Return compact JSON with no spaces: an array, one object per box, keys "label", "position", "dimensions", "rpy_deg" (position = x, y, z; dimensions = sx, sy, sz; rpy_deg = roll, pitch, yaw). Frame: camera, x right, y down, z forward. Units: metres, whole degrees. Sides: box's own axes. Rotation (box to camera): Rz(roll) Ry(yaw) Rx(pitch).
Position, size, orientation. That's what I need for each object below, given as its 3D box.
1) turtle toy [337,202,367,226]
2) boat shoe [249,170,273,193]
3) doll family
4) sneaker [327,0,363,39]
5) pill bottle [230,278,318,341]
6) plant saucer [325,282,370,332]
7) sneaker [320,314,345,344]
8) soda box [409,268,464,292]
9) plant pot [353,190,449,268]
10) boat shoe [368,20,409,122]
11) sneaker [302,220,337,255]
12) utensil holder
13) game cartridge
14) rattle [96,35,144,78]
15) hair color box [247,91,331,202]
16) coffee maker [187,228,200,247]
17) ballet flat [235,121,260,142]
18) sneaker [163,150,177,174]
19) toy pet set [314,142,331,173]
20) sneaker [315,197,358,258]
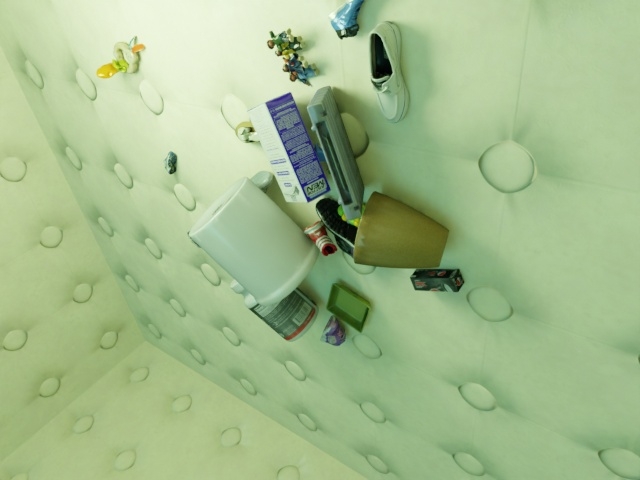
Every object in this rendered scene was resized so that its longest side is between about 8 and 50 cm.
[{"label":"turtle toy","position":[0.115,-0.092,1.658],"dimensions":[0.130,0.095,0.066],"rpy_deg":[27,160,25]},{"label":"boat shoe","position":[-0.244,-0.212,1.910],"dimensions":[0.075,0.083,0.226],"rpy_deg":[35,152,-32]},{"label":"doll family","position":[-0.086,-0.544,1.452],"dimensions":[0.111,0.076,0.193],"rpy_deg":[-7,121,41]},{"label":"sneaker","position":[0.086,-0.581,1.262],"dimensions":[0.152,0.058,0.085],"rpy_deg":[-12,108,53]},{"label":"pill bottle","position":[-0.201,0.254,2.110],"dimensions":[0.363,0.210,0.210],"rpy_deg":[43,144,-13]},{"label":"plant saucer","position":[0.122,0.269,1.998],"dimensions":[0.188,0.045,0.188],"rpy_deg":[33,140,19]},{"label":"sneaker","position":[0.067,0.405,2.126],"dimensions":[0.104,0.095,0.236],"rpy_deg":[28,155,10]},{"label":"soda box","position":[0.387,0.133,1.617],"dimensions":[0.168,0.053,0.060],"rpy_deg":[-3,121,46]},{"label":"plant pot","position":[0.258,-0.008,1.500],"dimensions":[0.254,0.237,0.237],"rpy_deg":[16,134,16]},{"label":"boat shoe","position":[0.174,-0.432,1.288],"dimensions":[0.096,0.088,0.268],"rpy_deg":[18,134,32]},{"label":"sneaker","position":[0.000,0.000,1.757],"dimensions":[0.128,0.087,0.221],"rpy_deg":[60,-174,0]},{"label":"utensil holder","position":[-0.249,0.002,1.820],"dimensions":[0.385,0.328,0.327],"rpy_deg":[44,144,-18]},{"label":"game cartridge","position":[0.052,-0.264,1.451],"dimensions":[0.068,0.230,0.355],"rpy_deg":[-16,115,12]},{"label":"rattle","position":[-0.799,-0.727,1.921],"dimensions":[0.199,0.142,0.130],"rpy_deg":[4,107,49]},{"label":"hair color box","position":[-0.104,-0.296,1.598],"dimensions":[0.185,0.110,0.339],"rpy_deg":[12,127,64]},{"label":"coffee maker","position":[-0.504,-0.076,2.222],"dimensions":[0.120,0.171,0.178],"rpy_deg":[37,125,-23]},{"label":"ballet flat","position":[-0.246,-0.386,1.743],"dimensions":[0.232,0.073,0.080],"rpy_deg":[6,126,41]},{"label":"sneaker","position":[-0.694,-0.361,2.213],"dimensions":[0.058,0.052,0.135],"rpy_deg":[43,142,12]},{"label":"toy pet set","position":[0.007,-0.263,1.617],"dimensions":[0.122,0.065,0.114],"rpy_deg":[34,141,16]},{"label":"sneaker","position":[0.074,-0.022,1.742],"dimensions":[0.283,0.107,0.124],"rpy_deg":[46,149,1]}]
